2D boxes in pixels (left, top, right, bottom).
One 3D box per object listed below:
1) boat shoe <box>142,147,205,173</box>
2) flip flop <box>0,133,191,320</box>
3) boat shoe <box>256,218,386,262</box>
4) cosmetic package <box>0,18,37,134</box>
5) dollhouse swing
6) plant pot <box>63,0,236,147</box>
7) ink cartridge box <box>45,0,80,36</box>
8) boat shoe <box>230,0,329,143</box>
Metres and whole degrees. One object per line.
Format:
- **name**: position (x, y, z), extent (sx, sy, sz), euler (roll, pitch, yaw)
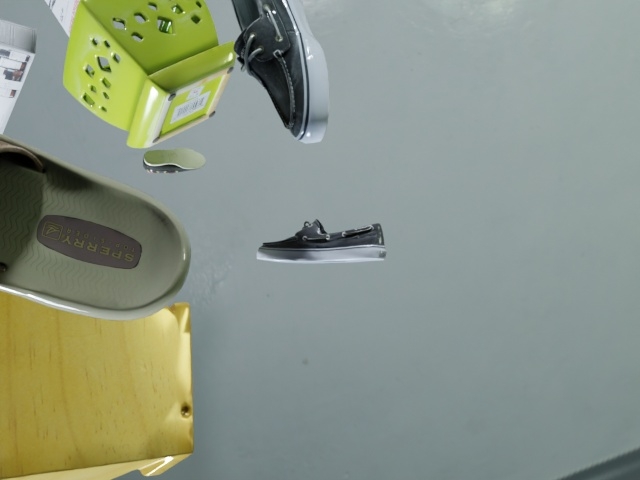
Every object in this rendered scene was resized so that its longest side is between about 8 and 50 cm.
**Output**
- **boat shoe**: position (-0.316, -0.170, 1.578), extent (0.133, 0.042, 0.049), euler (-2, 68, -20)
- **flip flop**: position (-0.207, -0.015, 0.412), extent (0.277, 0.080, 0.112), euler (17, 84, -18)
- **boat shoe**: position (0.000, 0.000, 1.270), extent (0.228, 0.080, 0.076), euler (-2, 84, 17)
- **cosmetic package**: position (-0.556, -0.267, 1.223), extent (0.099, 0.060, 0.239), euler (12, 145, -31)
- **dollhouse swing**: position (-0.413, 0.235, 1.063), extent (0.347, 0.305, 0.315), euler (6, 77, -43)
- **plant pot**: position (-0.294, -0.310, 1.306), extent (0.207, 0.227, 0.228), euler (49, 53, 7)
- **ink cartridge box**: position (-0.519, -0.534, 1.537), extent (0.082, 0.139, 0.191), euler (-24, 75, -37)
- **boat shoe**: position (-0.077, -0.291, 1.120), extent (0.119, 0.121, 0.335), euler (-5, 64, -24)
